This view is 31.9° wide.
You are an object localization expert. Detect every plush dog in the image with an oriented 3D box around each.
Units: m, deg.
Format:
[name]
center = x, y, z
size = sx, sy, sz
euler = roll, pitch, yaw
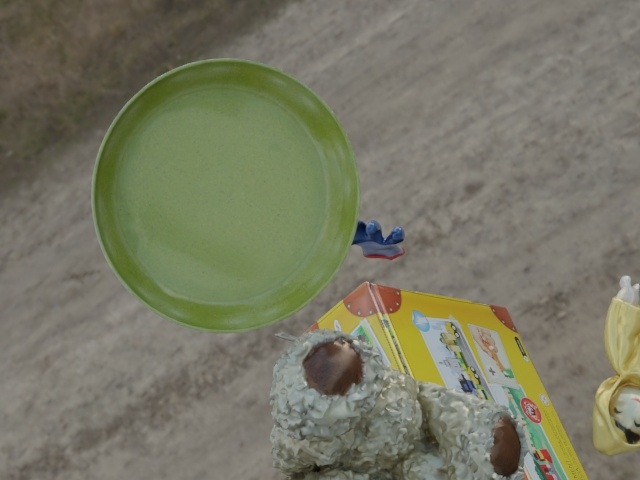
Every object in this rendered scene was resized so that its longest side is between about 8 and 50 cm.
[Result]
[plush dog]
center = 0.020, 0.219, 1.003
size = 0.211, 0.262, 0.225
euler = -5, 61, 62

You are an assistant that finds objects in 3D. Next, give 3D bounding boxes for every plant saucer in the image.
[plant saucer]
center = -0.083, -0.039, 0.993
size = 0.241, 0.241, 0.037
euler = -44, 15, -9

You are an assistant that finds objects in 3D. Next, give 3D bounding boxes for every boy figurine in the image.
[boy figurine]
center = 0.392, 0.116, 1.253
size = 0.285, 0.177, 0.092
euler = -48, 0, -6

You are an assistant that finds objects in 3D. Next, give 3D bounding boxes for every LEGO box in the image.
[LEGO box]
center = 0.224, 0.340, 1.808
size = 0.193, 0.372, 0.500
euler = -43, 53, 32

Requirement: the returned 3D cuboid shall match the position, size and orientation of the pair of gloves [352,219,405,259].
[pair of gloves]
center = 0.000, 0.000, 1.238
size = 0.198, 0.159, 0.023
euler = 0, 77, 15
